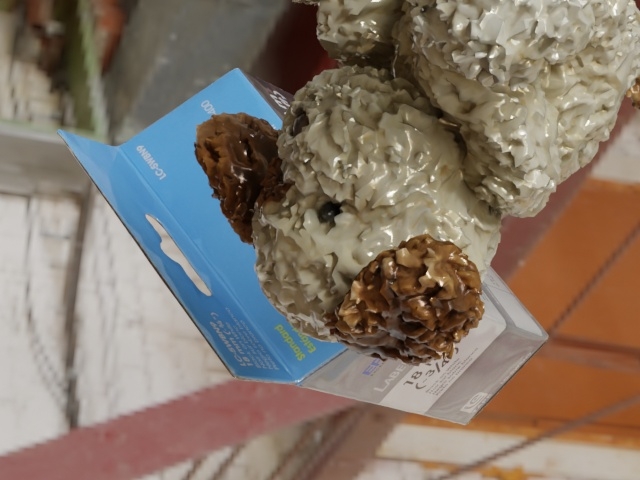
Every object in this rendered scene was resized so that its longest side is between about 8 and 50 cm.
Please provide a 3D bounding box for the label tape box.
[{"bbox_3d":[0.000,0.000,1.225,0.106,0.333,0.241,-46,-119,14],"label":"label tape box"}]

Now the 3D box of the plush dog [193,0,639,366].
[{"bbox_3d":[0.051,-0.050,0.838,0.225,0.210,0.262,-52,-148,1],"label":"plush dog"}]
